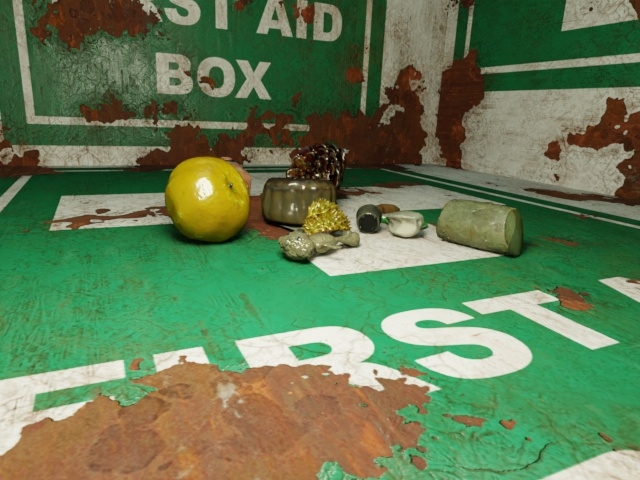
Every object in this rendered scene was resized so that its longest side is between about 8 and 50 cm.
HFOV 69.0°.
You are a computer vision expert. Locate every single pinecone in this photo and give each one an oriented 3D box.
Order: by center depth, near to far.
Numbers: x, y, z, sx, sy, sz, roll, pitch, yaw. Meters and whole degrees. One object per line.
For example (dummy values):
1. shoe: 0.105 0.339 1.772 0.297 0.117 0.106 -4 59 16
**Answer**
1. pinecone: -0.023 -0.281 2.005 0.242 0.299 0.296 28 17 5

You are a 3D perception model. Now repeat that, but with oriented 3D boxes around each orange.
1. orange: -0.353 -0.124 1.461 0.235 0.279 0.279 -22 3 27

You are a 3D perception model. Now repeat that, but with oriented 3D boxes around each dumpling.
1. dumpling: 0.283 -0.063 1.634 0.150 0.093 0.176 12 17 11

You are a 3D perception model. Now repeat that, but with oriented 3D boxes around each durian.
1. durian: 0.022 -0.056 1.541 0.182 0.132 0.165 19 24 -33

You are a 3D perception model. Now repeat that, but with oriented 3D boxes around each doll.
1. doll: 0.010 0.006 1.380 0.285 0.091 0.203 4 18 -21

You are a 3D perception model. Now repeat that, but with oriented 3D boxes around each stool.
1. stool: 0.174 -0.077 1.680 0.096 0.096 0.110 4 20 6

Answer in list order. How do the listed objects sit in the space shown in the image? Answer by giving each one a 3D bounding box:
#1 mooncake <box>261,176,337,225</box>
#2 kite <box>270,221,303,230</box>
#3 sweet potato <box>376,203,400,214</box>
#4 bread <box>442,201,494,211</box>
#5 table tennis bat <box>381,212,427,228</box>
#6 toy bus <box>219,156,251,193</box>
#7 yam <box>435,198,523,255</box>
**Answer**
1. mooncake: -0.079 -0.153 1.746 0.290 0.162 0.290 2 11 0
2. kite: -0.076 -0.063 1.737 0.267 0.013 0.323 5 14 11
3. sweet potato: 0.247 -0.125 1.943 0.218 0.051 0.065 -8 21 -35
4. bread: 0.642 -0.129 1.983 0.239 0.074 0.092 0 10 -12
5. table tennis bat: 0.289 -0.078 1.817 0.256 0.039 0.160 12 18 13
6. toy bus: -0.440 -0.244 2.052 0.287 0.194 0.232 -12 33 -44
7. yam: 0.523 -0.049 1.523 0.161 0.161 0.267 -11 18 -42
